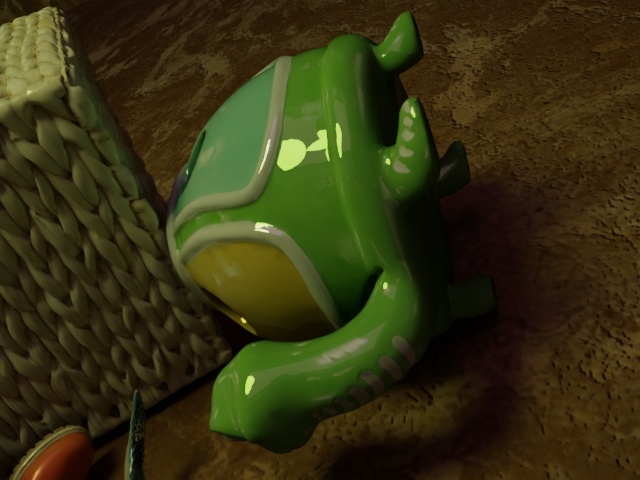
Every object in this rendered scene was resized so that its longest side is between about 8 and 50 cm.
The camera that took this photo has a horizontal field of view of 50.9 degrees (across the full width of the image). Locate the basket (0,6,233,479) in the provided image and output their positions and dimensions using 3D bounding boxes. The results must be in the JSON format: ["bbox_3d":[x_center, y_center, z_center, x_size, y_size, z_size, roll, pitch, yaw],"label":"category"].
[{"bbox_3d":[-0.290,-0.009,0.647,0.267,0.328,0.331,-27,34,-8],"label":"basket"}]

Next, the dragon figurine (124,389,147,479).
[{"bbox_3d":[-0.107,0.231,0.416,0.144,0.085,0.289,-11,38,22],"label":"dragon figurine"}]

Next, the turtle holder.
[{"bbox_3d":[0.006,-0.001,0.543,0.228,0.243,0.320,-15,71,18],"label":"turtle holder"}]

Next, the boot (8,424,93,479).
[{"bbox_3d":[-0.214,0.224,0.527,0.085,0.059,0.157,4,53,33],"label":"boot"}]
